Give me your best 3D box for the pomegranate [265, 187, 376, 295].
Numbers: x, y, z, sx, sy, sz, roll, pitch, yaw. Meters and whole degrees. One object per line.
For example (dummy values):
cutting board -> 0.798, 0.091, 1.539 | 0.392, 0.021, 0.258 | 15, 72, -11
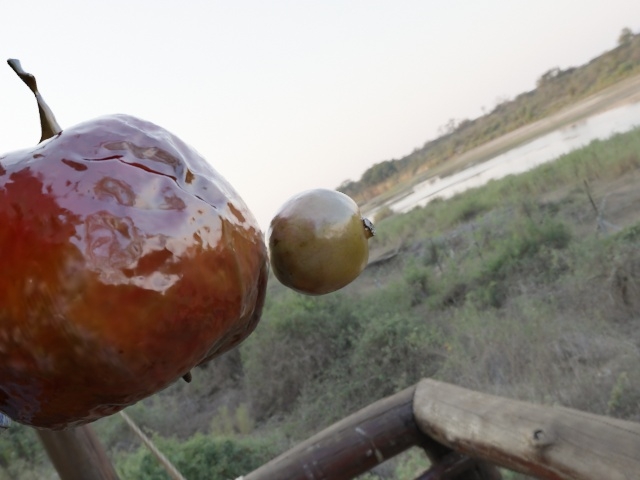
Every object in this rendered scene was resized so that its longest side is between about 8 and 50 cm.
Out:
pomegranate -> -0.004, 0.000, 1.078 | 0.191, 0.191, 0.191 | -27, 3, 2

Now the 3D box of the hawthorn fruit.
hawthorn fruit -> -0.174, -0.008, 0.472 | 0.242, 0.271, 0.242 | -25, -1, -1

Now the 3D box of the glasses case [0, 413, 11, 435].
glasses case -> -0.430, 0.206, 0.774 | 0.065, 0.087, 0.248 | -25, -8, -22
